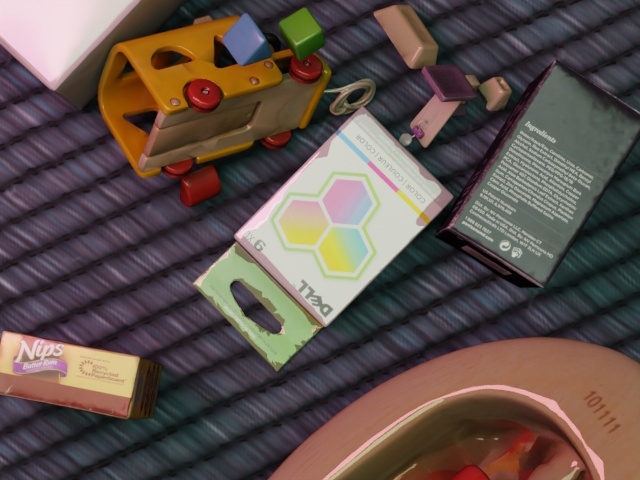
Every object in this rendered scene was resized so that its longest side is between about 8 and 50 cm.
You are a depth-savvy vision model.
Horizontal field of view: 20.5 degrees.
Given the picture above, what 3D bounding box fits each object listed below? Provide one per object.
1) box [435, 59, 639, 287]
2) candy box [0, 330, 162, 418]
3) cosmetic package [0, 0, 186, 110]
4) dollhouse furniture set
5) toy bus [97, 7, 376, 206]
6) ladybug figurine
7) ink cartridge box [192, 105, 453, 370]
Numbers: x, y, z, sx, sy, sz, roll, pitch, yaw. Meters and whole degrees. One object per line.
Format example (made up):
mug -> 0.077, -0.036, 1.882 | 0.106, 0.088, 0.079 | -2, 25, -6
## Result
box -> 0.175, -0.049, 1.427 | 0.093, 0.156, 0.158 | 32, 89, 1
candy box -> -0.190, 0.110, 1.413 | 0.109, 0.186, 0.053 | 11, 86, 2
cosmetic package -> -0.149, -0.305, 1.439 | 0.365, 0.155, 0.197 | -45, 88, 0
dollhouse furniture set -> 0.087, -0.139, 1.505 | 0.081, 0.091, 0.114 | -51, 60, 38
toy bus -> -0.081, -0.131, 1.443 | 0.191, 0.202, 0.104 | -37, 68, 8
ladybug figurine -> 0.101, 0.267, 1.393 | 0.449, 0.162, 0.305 | -34, 59, 1
ink cartridge box -> 0.000, 0.000, 1.475 | 0.209, 0.062, 0.109 | -45, 89, 0
